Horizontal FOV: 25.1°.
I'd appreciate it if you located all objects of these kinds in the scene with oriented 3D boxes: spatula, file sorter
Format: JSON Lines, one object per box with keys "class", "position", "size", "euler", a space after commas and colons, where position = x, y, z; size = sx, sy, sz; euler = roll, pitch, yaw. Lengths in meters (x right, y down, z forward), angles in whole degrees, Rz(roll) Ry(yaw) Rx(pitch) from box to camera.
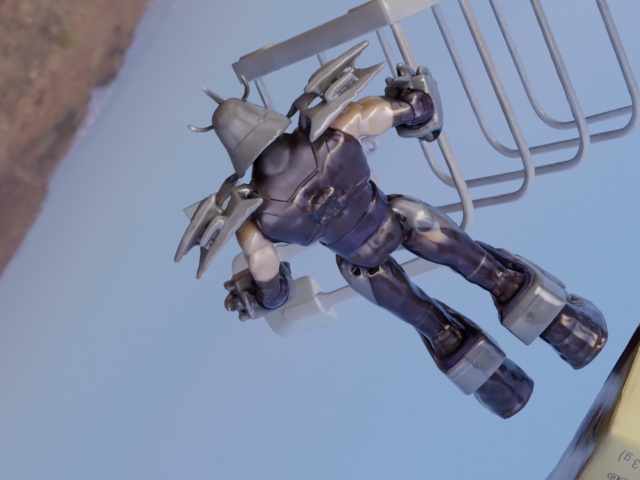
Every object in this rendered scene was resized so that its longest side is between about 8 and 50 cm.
{"class": "spatula", "position": [0.000, 0.000, 1.319], "size": [0.242, 0.168, 0.019], "euler": [-23, -164, 39]}
{"class": "file sorter", "position": [0.119, -0.125, 1.088], "size": [0.278, 0.173, 0.193], "euler": [-30, -169, -33]}

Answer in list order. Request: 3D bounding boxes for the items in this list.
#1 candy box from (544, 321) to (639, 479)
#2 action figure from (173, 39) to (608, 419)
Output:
{"class": "candy box", "position": [0.253, 0.169, 0.636], "size": [0.087, 0.317, 0.183], "euler": [-60, 171, -37]}
{"class": "action figure", "position": [0.034, -0.001, 0.858], "size": [0.185, 0.285, 0.099], "euler": [-45, -155, 16]}
